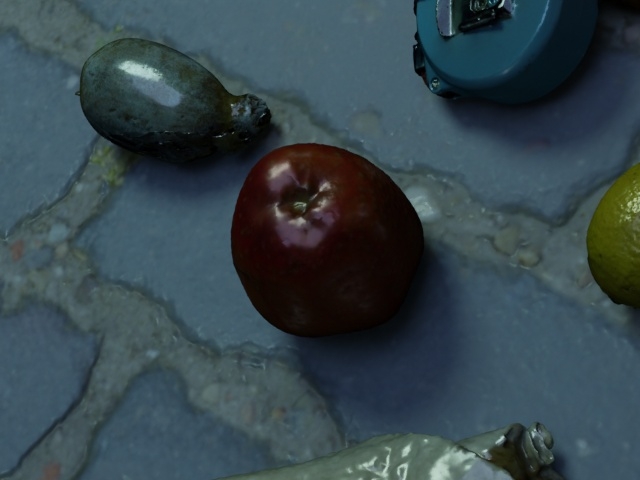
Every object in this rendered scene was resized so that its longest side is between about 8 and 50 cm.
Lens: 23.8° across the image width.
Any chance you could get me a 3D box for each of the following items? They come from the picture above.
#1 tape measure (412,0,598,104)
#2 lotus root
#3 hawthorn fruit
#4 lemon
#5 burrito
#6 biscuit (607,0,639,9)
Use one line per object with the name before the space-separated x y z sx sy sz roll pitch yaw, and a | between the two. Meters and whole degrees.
tape measure | 0.127 -0.159 1.059 0.146 0.081 0.125 -11 72 40
lotus root | -0.119 -0.103 1.163 0.165 0.088 0.088 20 77 22
hawthorn fruit | 0.000 0.000 1.019 0.132 0.138 0.133 -11 60 19
lemon | 0.214 -0.009 0.952 0.082 0.082 0.111 32 91 34
burrito | -0.028 0.199 0.982 0.392 0.076 0.117 -16 55 17
biscuit | 0.255 -0.244 1.058 0.192 0.049 0.192 -9 69 25
